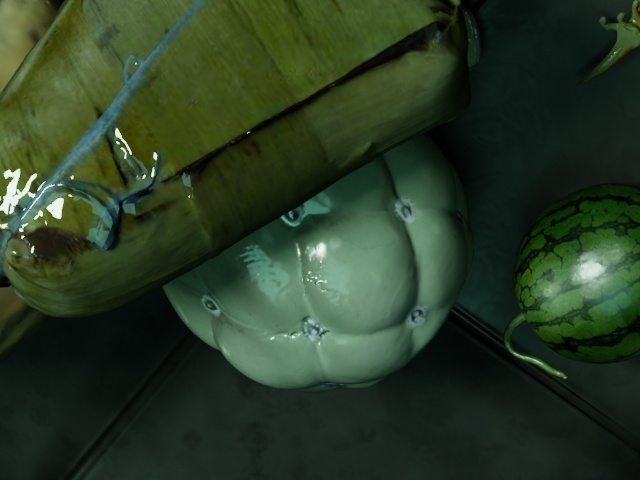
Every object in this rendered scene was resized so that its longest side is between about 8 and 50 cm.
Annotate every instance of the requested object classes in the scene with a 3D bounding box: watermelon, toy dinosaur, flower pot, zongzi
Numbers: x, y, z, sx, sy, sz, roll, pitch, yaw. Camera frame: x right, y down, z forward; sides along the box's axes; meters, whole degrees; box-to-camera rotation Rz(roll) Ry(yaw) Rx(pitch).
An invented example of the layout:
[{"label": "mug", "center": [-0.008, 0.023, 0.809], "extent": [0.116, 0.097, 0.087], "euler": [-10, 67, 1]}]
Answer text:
[{"label": "watermelon", "center": [0.211, 0.037, 1.420], "extent": [0.187, 0.140, 0.140], "euler": [-32, 108, 29]}, {"label": "toy dinosaur", "center": [0.233, -0.161, 1.370], "extent": [0.113, 0.026, 0.041], "euler": [-39, 123, 17]}, {"label": "flower pot", "center": [0.000, 0.000, 1.386], "extent": [0.195, 0.246, 0.246], "euler": [36, 119, -20]}, {"label": "zongzi", "center": [-0.141, -0.164, 1.221], "extent": [0.356, 0.174, 0.393], "euler": [-33, 76, -13]}]

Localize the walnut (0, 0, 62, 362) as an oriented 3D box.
[{"label": "walnut", "center": [-0.337, -0.060, 1.354], "extent": [0.381, 0.381, 0.381], "euler": [5, 119, 8]}]

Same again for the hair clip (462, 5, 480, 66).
[{"label": "hair clip", "center": [0.059, -0.156, 1.410], "extent": [0.137, 0.022, 0.054], "euler": [-6, 118, 14]}]
